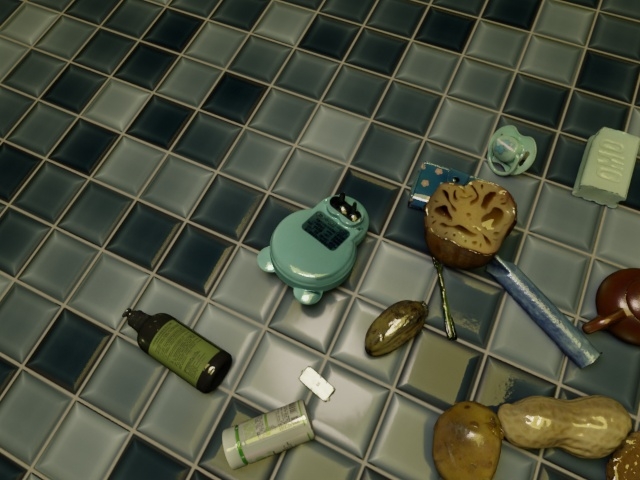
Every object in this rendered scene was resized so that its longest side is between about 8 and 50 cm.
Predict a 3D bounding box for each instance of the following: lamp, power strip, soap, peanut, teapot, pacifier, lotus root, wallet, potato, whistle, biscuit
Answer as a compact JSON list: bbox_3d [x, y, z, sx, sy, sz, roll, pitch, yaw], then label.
[{"bbox_3d":[0.000,0.005,1.046,0.209,0.147,0.284,39,83,15],"label":"lamp"},{"bbox_3d":[-0.009,0.329,0.988,0.090,0.016,0.040,37,75,17],"label":"power strip"},{"bbox_3d":[0.749,-0.194,1.126,0.114,0.063,0.198,21,71,13],"label":"soap"},{"bbox_3d":[0.499,0.382,0.885,0.256,0.123,0.124,-4,68,4],"label":"peanut"},{"bbox_3d":[0.703,0.148,0.955,0.252,0.135,0.178,-21,64,-6],"label":"teapot"},{"bbox_3d":[0.518,-0.232,1.150,0.116,0.127,0.150,4,30,-34],"label":"pacifier"},{"bbox_3d":[0.343,-0.029,1.023,0.188,0.180,0.199,32,72,20],"label":"lotus root"},{"bbox_3d":[0.340,-0.124,1.126,0.202,0.059,0.141,19,69,11],"label":"wallet"},{"bbox_3d":[0.172,0.198,0.994,0.179,0.089,0.080,-34,33,-7],"label":"lotus root"},{"bbox_3d":[0.297,0.415,0.877,0.137,0.137,0.176,18,67,10],"label":"potato"},{"bbox_3d":[0.511,0.155,1.002,0.062,0.062,0.304,-35,70,-10],"label":"whistle"},{"bbox_3d":[0.685,0.502,0.861,0.225,0.042,0.226,-1,67,2],"label":"biscuit"}]

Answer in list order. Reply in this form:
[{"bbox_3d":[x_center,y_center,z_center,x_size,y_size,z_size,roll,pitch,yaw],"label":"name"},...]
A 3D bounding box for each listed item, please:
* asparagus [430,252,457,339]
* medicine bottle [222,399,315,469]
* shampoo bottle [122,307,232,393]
[{"bbox_3d":[0.298,0.126,1.049,0.022,0.023,0.233,13,61,-40],"label":"asparagus"},{"bbox_3d":[-0.109,0.414,0.923,0.183,0.086,0.086,-19,68,-4],"label":"medicine bottle"},{"bbox_3d":[-0.345,0.238,0.999,0.283,0.101,0.101,29,73,13],"label":"shampoo bottle"}]
